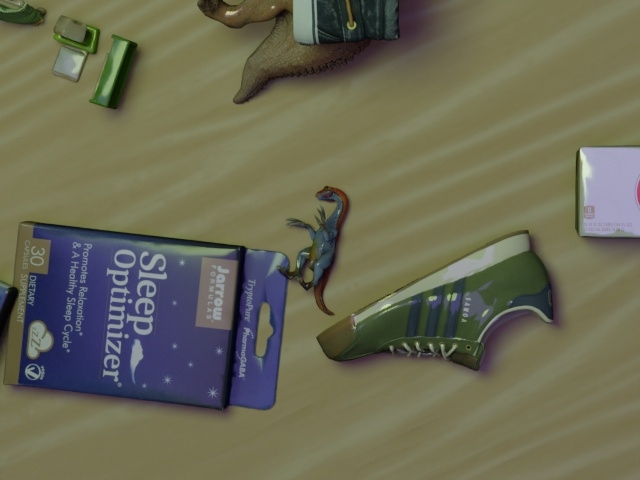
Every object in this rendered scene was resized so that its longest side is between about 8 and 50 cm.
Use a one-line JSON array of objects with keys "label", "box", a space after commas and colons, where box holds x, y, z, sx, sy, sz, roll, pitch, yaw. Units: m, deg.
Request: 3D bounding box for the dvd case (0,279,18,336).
[{"label": "dvd case", "box": [-0.395, 0.073, 1.609, 0.253, 0.022, 0.180, 24, 96, 12]}]

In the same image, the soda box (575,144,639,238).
[{"label": "soda box", "box": [0.309, -0.038, 1.516, 0.216, 0.069, 0.074, 0, 91, 7]}]

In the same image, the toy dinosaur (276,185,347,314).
[{"label": "toy dinosaur", "box": [0.000, 0.000, 1.578, 0.047, 0.090, 0.082, 26, 70, 44]}]

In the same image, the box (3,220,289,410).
[{"label": "box", "box": [-0.144, 0.063, 1.589, 0.225, 0.036, 0.136, 6, 92, 5]}]

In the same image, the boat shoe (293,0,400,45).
[{"label": "boat shoe", "box": [0.021, -0.236, 1.430, 0.083, 0.065, 0.183, 0, 110, 3]}]

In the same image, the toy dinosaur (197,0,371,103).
[{"label": "toy dinosaur", "box": [0.027, -0.222, 1.522, 0.200, 0.127, 0.296, 23, 100, -1]}]

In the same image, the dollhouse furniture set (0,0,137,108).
[{"label": "dollhouse furniture set", "box": [-0.229, -0.160, 1.572, 0.151, 0.076, 0.059, 21, 93, 5]}]

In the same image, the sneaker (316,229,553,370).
[{"label": "sneaker", "box": [0.099, 0.070, 1.544, 0.192, 0.064, 0.086, -27, 83, 4]}]
